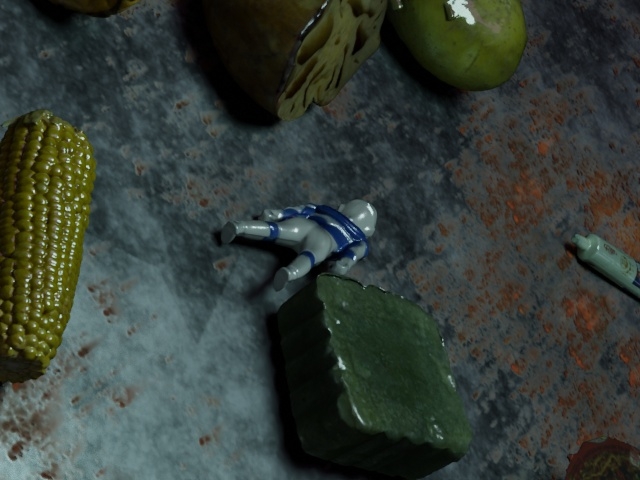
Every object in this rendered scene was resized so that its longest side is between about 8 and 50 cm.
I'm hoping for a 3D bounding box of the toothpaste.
[{"bbox_3d":[0.403,0.044,2.264,0.233,0.038,0.060,30,47,-36],"label":"toothpaste"}]

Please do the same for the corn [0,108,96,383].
[{"bbox_3d":[-0.249,0.001,1.498,0.091,0.091,0.260,11,54,-10],"label":"corn"}]

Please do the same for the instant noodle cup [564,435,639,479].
[{"bbox_3d":[0.324,0.355,1.882,0.274,0.091,0.274,29,43,-32],"label":"instant noodle cup"}]

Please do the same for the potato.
[{"bbox_3d":[0.157,-0.298,2.146,0.228,0.148,0.197,43,25,-20],"label":"potato"}]

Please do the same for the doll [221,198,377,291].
[{"bbox_3d":[0.000,0.000,1.808,0.114,0.057,0.227,36,30,24],"label":"doll"}]

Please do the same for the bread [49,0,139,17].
[{"bbox_3d":[-0.215,-0.324,1.701,0.199,0.199,0.104,52,32,-6],"label":"bread"}]

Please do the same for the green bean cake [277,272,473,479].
[{"bbox_3d":[0.050,0.137,1.732,0.183,0.094,0.185,17,51,-41],"label":"green bean cake"}]

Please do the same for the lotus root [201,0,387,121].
[{"bbox_3d":[-0.049,-0.244,1.889,0.180,0.199,0.188,29,-8,17],"label":"lotus root"}]
